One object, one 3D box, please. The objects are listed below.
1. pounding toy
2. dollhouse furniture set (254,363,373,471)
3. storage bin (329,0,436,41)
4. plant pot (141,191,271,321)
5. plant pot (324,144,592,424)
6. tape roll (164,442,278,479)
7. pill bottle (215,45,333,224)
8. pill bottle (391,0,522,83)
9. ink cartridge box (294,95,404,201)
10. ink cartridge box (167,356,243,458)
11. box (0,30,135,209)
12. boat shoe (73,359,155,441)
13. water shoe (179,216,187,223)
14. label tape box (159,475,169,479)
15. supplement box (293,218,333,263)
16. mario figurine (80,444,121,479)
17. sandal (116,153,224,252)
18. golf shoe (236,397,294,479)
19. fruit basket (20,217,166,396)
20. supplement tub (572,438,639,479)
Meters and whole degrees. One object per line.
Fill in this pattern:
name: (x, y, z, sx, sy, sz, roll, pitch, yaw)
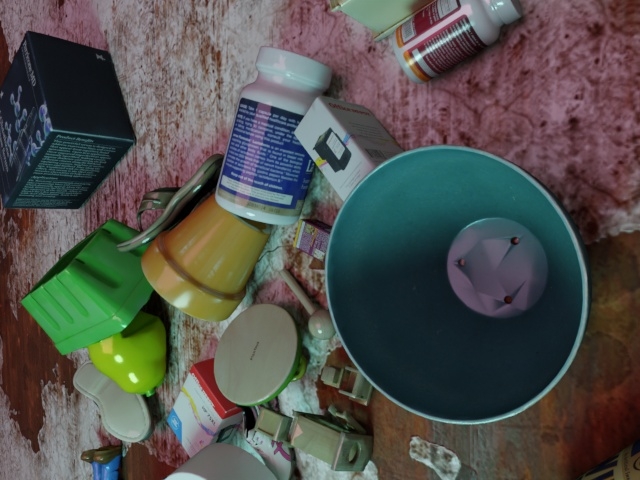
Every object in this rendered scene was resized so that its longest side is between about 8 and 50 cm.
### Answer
pounding toy: (-0.074, 0.199, 0.863, 0.237, 0.110, 0.183, -48, 48, -1)
dollhouse furniture set: (0.005, 0.285, 0.815, 0.181, 0.101, 0.161, 7, 73, 40)
storage bin: (0.123, -0.466, 0.626, 0.262, 0.123, 0.261, -17, 81, 39)
plant pot: (-0.198, 0.016, 0.890, 0.188, 0.205, 0.205, -50, 62, 12)
plant pot: (0.177, 0.042, 0.564, 0.290, 0.195, 0.290, 2, 94, 39)
tape roll: (-0.179, 0.541, 0.889, 0.286, 0.100, 0.286, 9, 108, 30)
pill bottle: (-0.075, -0.172, 0.785, 0.153, 0.153, 0.265, 27, 107, 35)
pill bottle: (0.178, -0.280, 0.615, 0.152, 0.086, 0.086, -21, 79, 39)
ink cartridge box: (0.062, -0.123, 0.694, 0.072, 0.127, 0.175, -50, 62, 33)
ink cartridge box: (-0.232, 0.348, 0.999, 0.134, 0.078, 0.231, 42, 118, 29)
box: (-0.726, -0.302, 1.284, 0.395, 0.212, 0.294, -32, 72, 36)
boat shoe: (-0.535, 0.431, 1.247, 0.324, 0.097, 0.117, 22, 66, 33)
water shoe: (-0.252, -0.029, 0.991, 0.203, 0.080, 0.073, -46, 65, 32)
label tape box: (-0.368, 0.653, 1.029, 0.105, 0.240, 0.334, 9, 98, 41)
supplement box: (0.000, 0.000, 0.807, 0.083, 0.043, 0.055, 28, 109, 36)
mario figurine: (-0.619, 0.747, 1.283, 0.198, 0.170, 0.321, 126, 135, -68)
sandal: (-0.317, -0.086, 0.984, 0.303, 0.120, 0.086, -42, 96, 10)
golf shoe: (-0.112, 0.382, 0.899, 0.067, 0.086, 0.186, -30, 75, 36)
fruit basket: (-0.480, 0.177, 1.130, 0.391, 0.283, 0.392, 12, 137, 12)
supplement tub: (0.355, 0.292, 0.412, 0.228, 0.228, 0.316, 50, 121, 26)
